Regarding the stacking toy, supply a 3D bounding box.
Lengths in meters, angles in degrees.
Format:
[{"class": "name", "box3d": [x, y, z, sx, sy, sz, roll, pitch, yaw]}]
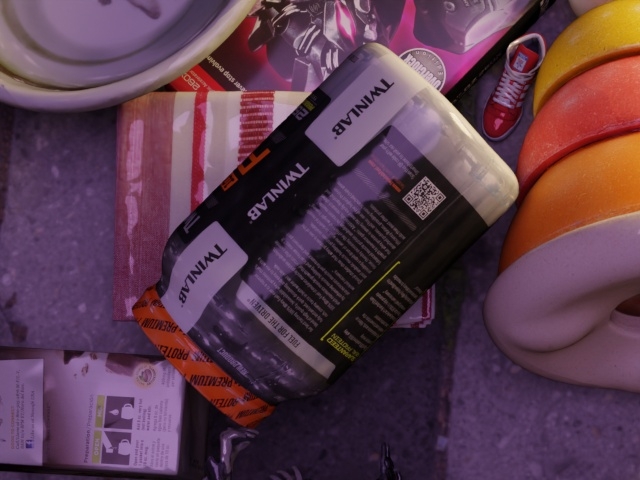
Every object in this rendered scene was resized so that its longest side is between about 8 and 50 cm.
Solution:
[{"class": "stacking toy", "box3d": [0.313, -0.121, 1.664, 0.350, 0.350, 0.480, -6, 64, 4]}]

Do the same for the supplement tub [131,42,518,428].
[{"class": "supplement tub", "box3d": [0.000, 0.000, 1.566, 0.338, 0.207, 0.207, -45, 79, 2]}]

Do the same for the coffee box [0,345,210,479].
[{"class": "coffee box", "box3d": [-0.270, 0.173, 1.697, 0.297, 0.168, 0.119, 3, 80, 5]}]

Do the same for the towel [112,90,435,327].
[{"class": "towel", "box3d": [-0.046, -0.032, 1.699, 0.329, 0.037, 0.237, 1, 86, 9]}]

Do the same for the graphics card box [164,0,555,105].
[{"class": "graphics card box", "box3d": [0.044, -0.210, 1.778, 0.371, 0.094, 0.233, -45, 80, -5]}]

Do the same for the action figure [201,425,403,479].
[{"class": "action figure", "box3d": [-0.050, 0.265, 1.659, 0.275, 0.164, 0.141, -12, 62, 13]}]

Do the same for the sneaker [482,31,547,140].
[{"class": "sneaker", "box3d": [0.201, -0.163, 1.768, 0.042, 0.067, 0.118, 25, 83, 10]}]

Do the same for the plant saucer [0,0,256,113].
[{"class": "plant saucer", "box3d": [-0.214, -0.292, 1.781, 0.400, 0.100, 0.400, -8, 63, 16]}]
